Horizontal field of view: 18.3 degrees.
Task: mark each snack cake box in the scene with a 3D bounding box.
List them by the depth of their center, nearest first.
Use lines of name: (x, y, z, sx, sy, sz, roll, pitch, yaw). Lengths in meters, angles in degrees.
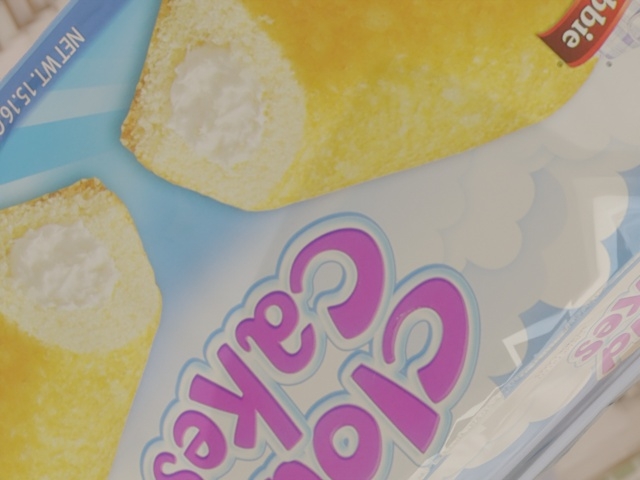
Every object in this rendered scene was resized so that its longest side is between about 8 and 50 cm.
snack cake box: (0.000, 0.000, 0.497, 0.264, 0.152, 0.089, -47, -22, 10)
